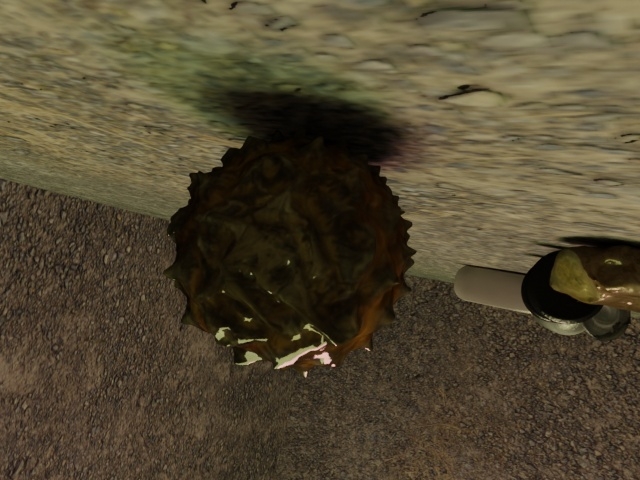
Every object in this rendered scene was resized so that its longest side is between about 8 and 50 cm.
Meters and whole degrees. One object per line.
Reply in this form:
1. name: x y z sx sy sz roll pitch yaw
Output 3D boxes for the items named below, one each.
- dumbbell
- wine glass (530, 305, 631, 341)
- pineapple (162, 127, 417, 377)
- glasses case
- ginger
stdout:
1. dumbbell: 0.345 0.070 0.812 0.100 0.100 0.191 10 176 17
2. wine glass: 0.583 0.160 1.290 0.126 0.126 0.241 12 174 -5
3. pineapple: 0.000 0.000 0.489 0.175 0.175 0.361 11 -175 11
4. glasses case: 0.432 0.117 1.361 0.233 0.092 0.059 7 179 41
5. ginger: 0.381 0.050 0.643 0.213 0.074 0.137 5 176 1
